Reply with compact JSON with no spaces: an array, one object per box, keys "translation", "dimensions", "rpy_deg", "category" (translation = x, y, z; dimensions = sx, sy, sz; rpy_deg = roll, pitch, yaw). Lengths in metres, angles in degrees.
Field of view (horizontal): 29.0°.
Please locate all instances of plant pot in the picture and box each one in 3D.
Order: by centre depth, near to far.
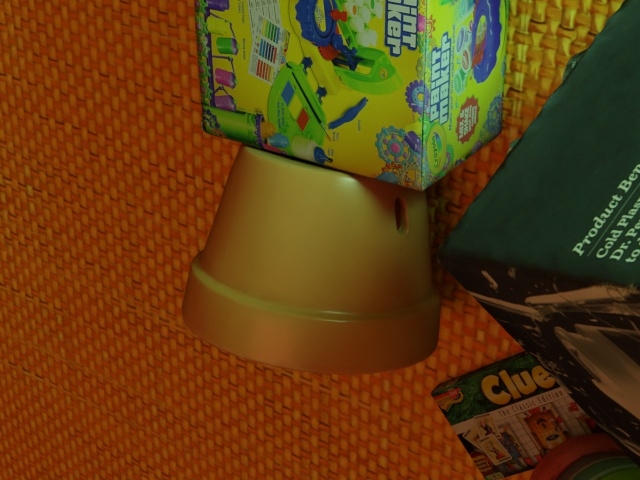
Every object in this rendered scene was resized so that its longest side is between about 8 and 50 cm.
[{"translation":[0.000,0.000,1.364],"dimensions":[0.291,0.291,0.203],"rpy_deg":[17,110,30],"category":"plant pot"}]

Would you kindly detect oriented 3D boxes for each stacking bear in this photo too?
[{"translation":[0.327,0.317,1.234],"dimensions":[0.164,0.175,0.289],"rpy_deg":[59,176,-17],"category":"stacking bear"}]

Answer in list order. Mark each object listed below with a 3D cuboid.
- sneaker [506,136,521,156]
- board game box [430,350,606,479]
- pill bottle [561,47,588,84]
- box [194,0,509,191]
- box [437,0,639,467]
[{"translation":[0.243,0.001,1.292],"dimensions":[0.092,0.087,0.228],"rpy_deg":[-20,99,45],"category":"sneaker"},{"translation":[0.256,0.192,1.429],"dimensions":[0.260,0.030,0.136],"rpy_deg":[-30,92,44],"category":"board game box"},{"translation":[0.348,-0.147,1.096],"dimensions":[0.246,0.130,0.130],"rpy_deg":[-19,102,43],"category":"pill bottle"},{"translation":[0.031,-0.239,1.259],"dimensions":[0.279,0.177,0.289],"rpy_deg":[18,123,30],"category":"box"},{"translation":[0.424,0.075,0.839],"dimensions":[0.480,0.297,0.472],"rpy_deg":[44,167,-23],"category":"box"}]
